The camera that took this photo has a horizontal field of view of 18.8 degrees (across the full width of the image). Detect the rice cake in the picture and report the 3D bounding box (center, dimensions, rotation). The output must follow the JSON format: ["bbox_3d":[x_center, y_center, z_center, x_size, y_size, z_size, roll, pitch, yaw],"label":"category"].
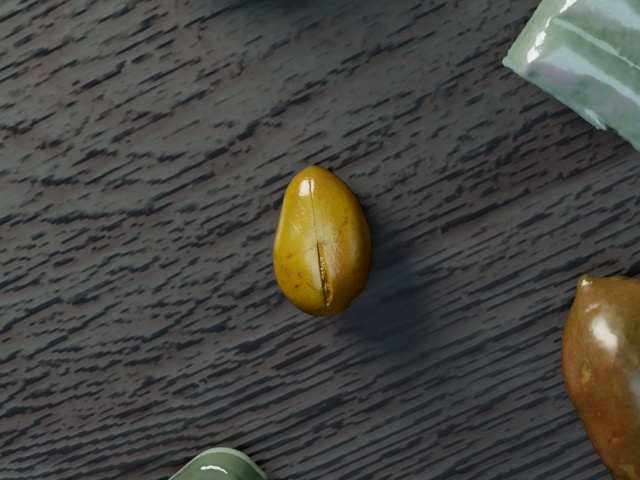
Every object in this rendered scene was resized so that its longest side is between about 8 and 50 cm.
[{"bbox_3d":[0.219,-0.074,1.085,0.226,0.040,0.085,32,107,-3],"label":"rice cake"}]

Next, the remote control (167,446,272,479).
[{"bbox_3d":[-0.139,0.272,1.223,0.335,0.065,0.128,-41,100,17],"label":"remote control"}]

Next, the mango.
[{"bbox_3d":[0.000,0.000,1.133,0.060,0.046,0.089,-6,101,10],"label":"mango"}]

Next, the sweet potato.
[{"bbox_3d":[0.215,0.151,1.127,0.097,0.097,0.291,-16,105,12],"label":"sweet potato"}]
